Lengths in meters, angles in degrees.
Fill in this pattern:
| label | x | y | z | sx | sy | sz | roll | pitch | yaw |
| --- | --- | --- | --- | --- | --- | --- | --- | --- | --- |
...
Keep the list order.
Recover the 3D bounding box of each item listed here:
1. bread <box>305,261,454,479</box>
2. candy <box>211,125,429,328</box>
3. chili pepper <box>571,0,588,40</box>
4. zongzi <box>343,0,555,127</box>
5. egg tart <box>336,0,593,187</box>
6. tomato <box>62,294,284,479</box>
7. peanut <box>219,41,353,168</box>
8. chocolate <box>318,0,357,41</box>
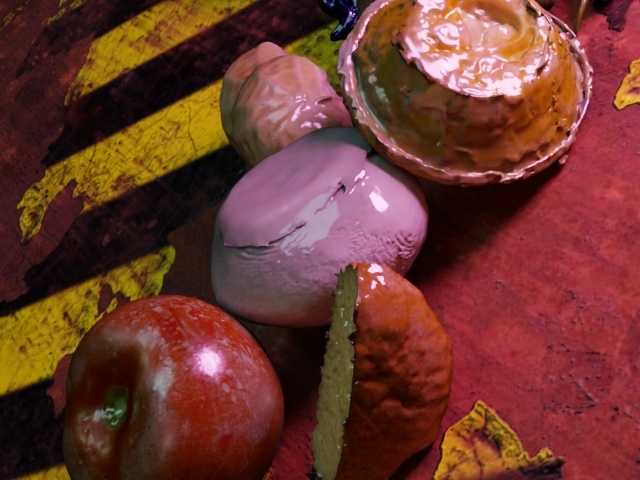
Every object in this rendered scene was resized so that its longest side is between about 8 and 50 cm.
| label | x | y | z | sx | sy | sz | roll | pitch | yaw |
| --- | --- | --- | --- | --- | --- | --- | --- | --- | --- |
| bread | 0.070 | 0.145 | 1.374 | 0.129 | 0.134 | 0.260 | -116 | 36 | -69 |
| candy | 0.000 | 0.000 | 1.553 | 0.295 | 0.185 | 0.295 | -30 | 32 | 21 |
| chili pepper | 0.351 | -0.349 | 1.623 | 0.072 | 0.073 | 0.204 | -3 | 54 | 30 |
| zongzi | 0.151 | -0.257 | 1.731 | 0.286 | 0.138 | 0.300 | 19 | 93 | 39 |
| egg tart | 0.171 | -0.210 | 1.504 | 0.315 | 0.120 | 0.315 | 2 | 59 | -4 |
| tomato | -0.163 | 0.202 | 1.507 | 0.270 | 0.222 | 0.270 | -12 | 73 | 45 |
| peanut | -0.058 | -0.169 | 1.797 | 0.158 | 0.174 | 0.340 | -29 | 18 | -11 |
| chocolate | 0.088 | -0.445 | 1.988 | 0.148 | 0.126 | 0.343 | 21 | 78 | 16 |
